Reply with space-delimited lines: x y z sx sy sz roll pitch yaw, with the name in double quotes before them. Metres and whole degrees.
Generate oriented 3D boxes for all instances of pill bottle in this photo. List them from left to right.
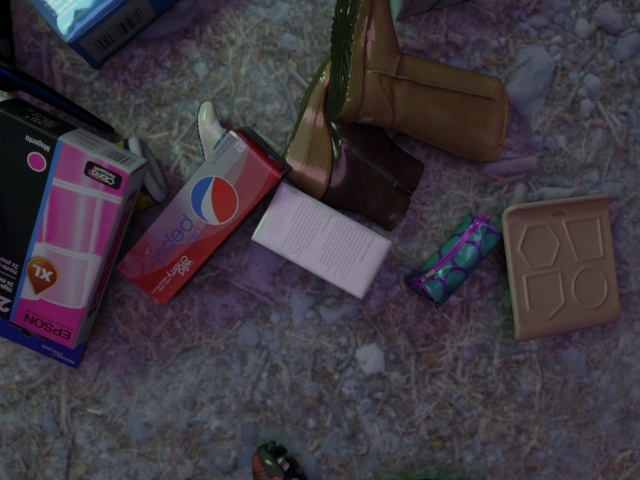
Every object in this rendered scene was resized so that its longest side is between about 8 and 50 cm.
"pill bottle" -0.324 -0.071 0.741 0.184 0.103 0.103 -22 91 -2

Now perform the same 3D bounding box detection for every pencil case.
"pencil case" 0.203 0.029 0.782 0.152 0.070 0.064 -47 55 -3

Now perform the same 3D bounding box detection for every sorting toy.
"sorting toy" 0.367 0.040 0.793 0.192 0.038 0.208 -7 95 -16

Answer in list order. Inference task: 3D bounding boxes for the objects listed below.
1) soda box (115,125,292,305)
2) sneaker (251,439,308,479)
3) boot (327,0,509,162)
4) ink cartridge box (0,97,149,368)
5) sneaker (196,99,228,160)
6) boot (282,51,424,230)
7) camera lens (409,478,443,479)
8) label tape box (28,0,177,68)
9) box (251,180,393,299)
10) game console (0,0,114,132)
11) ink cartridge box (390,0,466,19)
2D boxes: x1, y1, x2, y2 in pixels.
"soda box" -0.162 -0.033 0.719 0.092 0.083 0.263 42 107 -6
"sneaker" -0.057 0.438 0.758 0.135 0.097 0.276 -22 93 -4
"boot" 0.147 -0.248 0.736 0.269 0.089 0.236 7 93 -24
"ink cartridge box" -0.372 0.020 0.687 0.175 0.069 0.371 26 115 -6
"sneaker" -0.138 -0.129 0.774 0.075 0.057 0.161 -8 95 -4
"boot" 0.067 -0.160 0.784 0.206 0.090 0.249 23 85 -16
"camera lens" 0.163 0.494 0.707 0.219 0.219 0.275 0 90 -2
"label tape box" -0.357 -0.468 0.734 0.249 0.115 0.348 -41 90 -3
"box" 0.000 0.000 0.742 0.170 0.130 0.091 29 88 -3
"game console" -0.395 -0.278 0.643 0.173 0.293 0.250 -5 90 -4
"ink cartridge box" 0.162 -0.385 0.760 0.180 0.104 0.060 -16 92 -2
